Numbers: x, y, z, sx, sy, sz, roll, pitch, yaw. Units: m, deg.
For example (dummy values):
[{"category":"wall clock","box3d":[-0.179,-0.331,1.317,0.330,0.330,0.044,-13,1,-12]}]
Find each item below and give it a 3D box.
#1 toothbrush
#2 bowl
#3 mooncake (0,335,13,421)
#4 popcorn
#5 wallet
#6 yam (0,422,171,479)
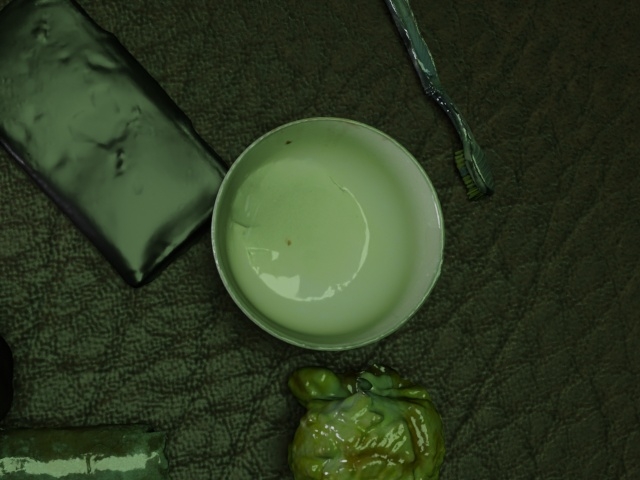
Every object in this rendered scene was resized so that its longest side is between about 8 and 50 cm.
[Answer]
[{"category":"toothbrush","box3d":[0.127,-0.242,1.729,0.035,0.042,0.413,-20,85,-48]},{"category":"bowl","box3d":[0.000,0.000,1.620,0.277,0.145,0.277,2,82,-11]},{"category":"mooncake","box3d":[-0.475,0.159,1.488,0.283,0.141,0.283,-4,67,10]},{"category":"popcorn","box3d":[0.044,0.223,1.590,0.198,0.198,0.212,-22,53,-12]},{"category":"wallet","box3d":[-0.279,-0.138,1.639,0.197,0.051,0.377,-43,91,-9]},{"category":"yam","box3d":[-0.305,0.258,1.563,0.259,0.093,0.093,-1,83,-10]}]
